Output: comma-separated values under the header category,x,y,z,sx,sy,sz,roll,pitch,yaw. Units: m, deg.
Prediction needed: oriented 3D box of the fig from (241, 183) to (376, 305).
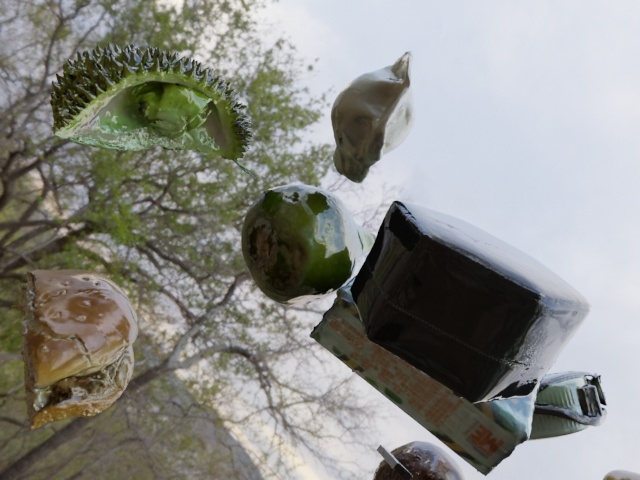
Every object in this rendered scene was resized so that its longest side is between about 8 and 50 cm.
category,x,y,z,sx,sy,sz,roll,pitch,yaw
fig,0.000,0.000,0.922,0.206,0.275,0.205,8,-77,41

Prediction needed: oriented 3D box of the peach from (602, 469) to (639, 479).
category,x,y,z,sx,sy,sz,roll,pitch,yaw
peach,0.523,0.483,0.895,0.103,0.179,0.179,25,-27,-1

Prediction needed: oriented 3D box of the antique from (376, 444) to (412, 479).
category,x,y,z,sx,sy,sz,roll,pitch,yaw
antique,0.121,0.370,0.881,0.031,0.015,0.192,42,-12,7

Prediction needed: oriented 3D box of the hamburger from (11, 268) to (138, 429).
category,x,y,z,sx,sy,sz,roll,pitch,yaw
hamburger,-0.338,0.121,0.734,0.283,0.157,0.143,43,-46,51

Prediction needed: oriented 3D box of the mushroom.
category,x,y,z,sx,sy,sz,roll,pitch,yaw
mushroom,0.232,0.667,1.281,0.239,0.345,0.345,48,-24,-11

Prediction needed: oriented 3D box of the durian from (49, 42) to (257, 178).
category,x,y,z,sx,sy,sz,roll,pitch,yaw
durian,-0.247,-0.218,0.845,0.158,0.356,0.169,28,-74,41

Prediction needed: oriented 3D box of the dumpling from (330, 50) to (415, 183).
category,x,y,z,sx,sy,sz,roll,pitch,yaw
dumpling,0.077,-0.168,0.786,0.124,0.151,0.229,14,-38,-16

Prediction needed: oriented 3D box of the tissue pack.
category,x,y,z,sx,sy,sz,roll,pitch,yaw
tissue pack,0.173,0.158,0.796,0.311,0.228,0.128,37,-56,13

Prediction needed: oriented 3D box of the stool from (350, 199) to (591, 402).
category,x,y,z,sx,sy,sz,roll,pitch,yaw
stool,0.154,0.063,0.575,0.232,0.232,0.141,34,-73,30

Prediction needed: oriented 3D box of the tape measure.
category,x,y,z,sx,sy,sz,roll,pitch,yaw
tape measure,0.412,0.292,0.965,0.207,0.235,0.115,31,47,-68
